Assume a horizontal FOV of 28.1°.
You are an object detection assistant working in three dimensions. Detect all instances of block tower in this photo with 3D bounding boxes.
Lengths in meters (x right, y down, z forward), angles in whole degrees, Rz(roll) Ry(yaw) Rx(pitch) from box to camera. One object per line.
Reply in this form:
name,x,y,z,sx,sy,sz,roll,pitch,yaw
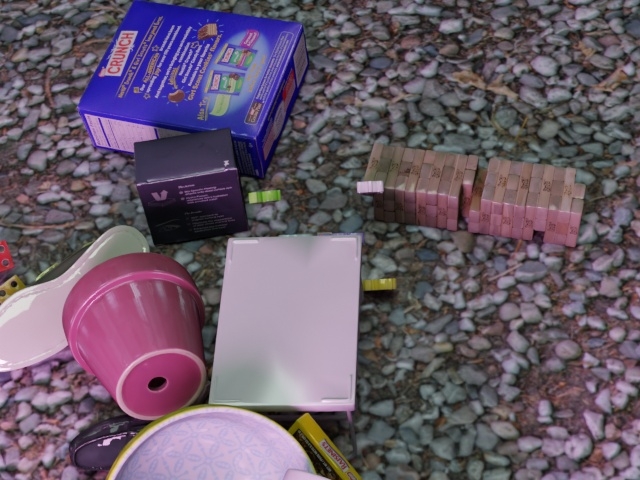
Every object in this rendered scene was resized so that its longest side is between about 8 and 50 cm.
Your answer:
block tower,0.239,-0.071,1.998,0.335,0.097,0.091,9,55,10

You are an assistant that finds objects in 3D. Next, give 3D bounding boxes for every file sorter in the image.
file sorter,-0.036,0.153,1.806,0.192,0.173,0.278,-1,53,6

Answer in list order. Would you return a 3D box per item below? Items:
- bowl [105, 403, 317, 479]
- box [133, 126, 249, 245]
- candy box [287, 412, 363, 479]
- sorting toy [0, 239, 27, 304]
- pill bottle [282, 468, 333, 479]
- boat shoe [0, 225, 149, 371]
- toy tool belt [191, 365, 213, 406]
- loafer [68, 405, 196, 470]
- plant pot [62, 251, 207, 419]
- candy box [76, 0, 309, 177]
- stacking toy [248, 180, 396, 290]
bowl,-0.155,0.343,1.669,0.289,0.289,0.156,-26,12,-13
box,-0.202,-0.084,2.010,0.156,0.158,0.093,-9,53,-2
candy box,0.020,0.332,1.673,0.027,0.105,0.206,-30,74,-39
sorting toy,-0.577,0.087,1.939,0.274,0.046,0.132,-15,87,-19
pill bottle,-0.035,0.453,1.523,0.188,0.188,0.334,17,74,17
boat shoe,-0.391,0.093,1.940,0.305,0.091,0.109,-40,96,-20
toy tool belt,-0.187,0.210,1.856,0.051,0.052,0.083,23,58,11
loafer,-0.240,0.284,1.784,0.223,0.076,0.078,-10,31,-6
plant pot,-0.246,0.146,1.797,0.201,0.201,0.180,-22,41,-10
candy box,-0.210,-0.262,2.167,0.317,0.122,0.268,12,57,13
stacking toy,0.000,0.000,1.941,0.221,0.052,0.167,-4,88,3
